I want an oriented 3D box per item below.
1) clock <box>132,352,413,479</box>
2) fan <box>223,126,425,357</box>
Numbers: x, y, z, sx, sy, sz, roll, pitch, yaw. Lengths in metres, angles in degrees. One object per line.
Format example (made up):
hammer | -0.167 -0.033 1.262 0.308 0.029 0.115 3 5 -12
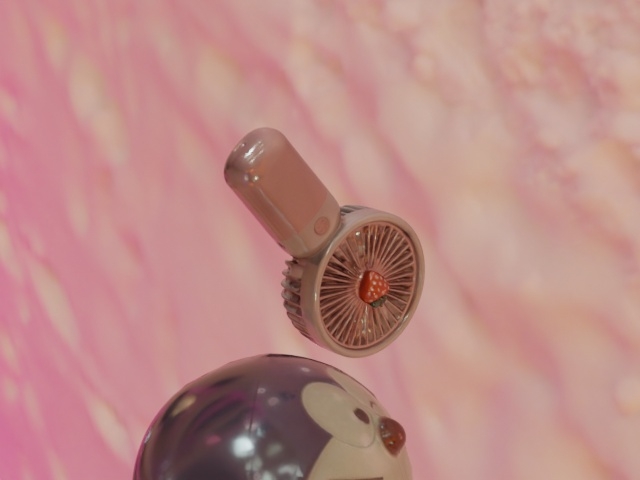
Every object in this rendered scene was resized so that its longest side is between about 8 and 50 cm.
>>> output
clock | -0.020 0.181 0.753 0.199 0.147 0.243 -24 -70 -77
fan | 0.000 0.000 1.203 0.074 0.130 0.244 21 158 48
